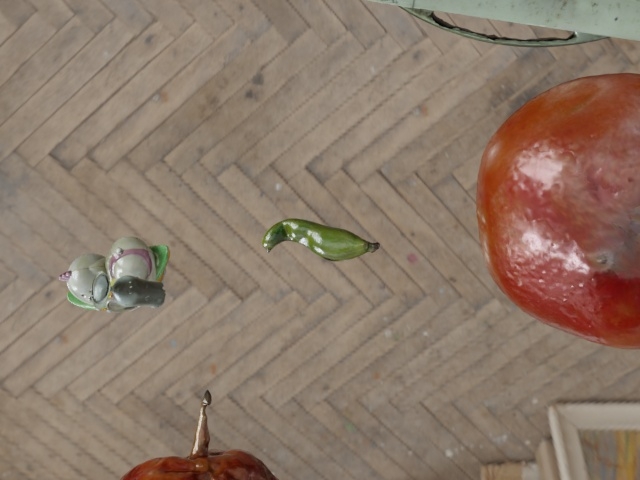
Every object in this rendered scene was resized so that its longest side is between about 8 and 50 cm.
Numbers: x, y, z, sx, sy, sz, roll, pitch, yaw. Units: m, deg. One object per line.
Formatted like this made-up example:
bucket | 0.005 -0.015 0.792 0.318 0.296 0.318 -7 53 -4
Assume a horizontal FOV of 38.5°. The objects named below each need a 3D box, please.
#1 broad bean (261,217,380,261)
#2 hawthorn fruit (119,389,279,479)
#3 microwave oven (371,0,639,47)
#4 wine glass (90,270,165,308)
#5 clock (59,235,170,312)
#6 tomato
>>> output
broad bean | 0.000 0.000 1.627 0.214 0.070 0.048 5 161 17
hawthorn fruit | -0.114 0.262 0.851 0.208 0.207 0.243 -2 84 -1
microwave oven | 0.229 -0.377 0.963 0.394 0.247 0.333 7 101 -5
wine glass | -0.215 0.060 1.034 0.039 0.042 0.083 -38 148 30
clock | -0.381 0.063 1.713 0.231 0.103 0.144 -25 152 12
tomato | 0.155 -0.010 0.478 0.156 0.069 0.155 2 107 8
